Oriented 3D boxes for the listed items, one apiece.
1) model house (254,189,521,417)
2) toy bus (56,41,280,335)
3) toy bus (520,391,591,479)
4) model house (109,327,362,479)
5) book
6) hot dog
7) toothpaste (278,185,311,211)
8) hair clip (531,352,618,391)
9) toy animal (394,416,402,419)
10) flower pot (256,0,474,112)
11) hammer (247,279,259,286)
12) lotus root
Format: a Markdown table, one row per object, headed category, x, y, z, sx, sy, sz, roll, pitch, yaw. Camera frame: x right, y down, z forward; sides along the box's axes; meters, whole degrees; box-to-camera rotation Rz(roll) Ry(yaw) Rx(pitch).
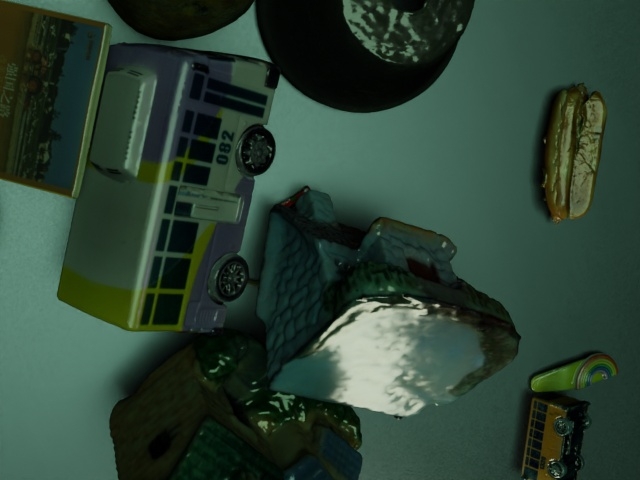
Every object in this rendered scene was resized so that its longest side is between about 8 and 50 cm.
| category | x | y | z | sx | sy | sz | roll | pitch | yaw |
| --- | --- | --- | --- | --- | --- | --- | --- | --- | --- |
| model house | 0.101 | 0.068 | 1.578 | 0.360 | 0.339 | 0.297 | 16 | 131 | -30 |
| toy bus | -0.239 | -0.090 | 1.471 | 0.249 | 0.209 | 0.440 | 7 | 98 | -50 |
| toy bus | 0.450 | 0.392 | 1.839 | 0.091 | 0.103 | 0.182 | -2 | 102 | -44 |
| model house | -0.115 | 0.388 | 1.510 | 0.334 | 0.342 | 0.382 | -41 | 121 | 7 |
| book | -0.507 | -0.233 | 1.429 | 0.374 | 0.028 | 0.262 | 15 | 96 | 12 |
| hot dog | 0.465 | -0.159 | 1.765 | 0.109 | 0.072 | 0.269 | 7 | 96 | -14 |
| toothpaste | 0.000 | 0.000 | 1.687 | 0.071 | 0.045 | 0.193 | -36 | 102 | -15 |
| hair clip | 0.500 | 0.261 | 1.867 | 0.188 | 0.033 | 0.060 | -13 | 102 | -13 |
| toy animal | 0.134 | 0.233 | 1.749 | 0.217 | 0.073 | 0.176 | 16 | 90 | -12 |
| flower pot | 0.104 | -0.379 | 1.540 | 0.379 | 0.251 | 0.379 | -3 | 101 | -16 |
| hammer | -0.079 | 0.094 | 1.690 | 0.195 | 0.028 | 0.060 | 11 | 102 | -18 |
| lotus root | -0.205 | -0.418 | 1.407 | 0.250 | 0.346 | 0.250 | -1 | 94 | -20 |
